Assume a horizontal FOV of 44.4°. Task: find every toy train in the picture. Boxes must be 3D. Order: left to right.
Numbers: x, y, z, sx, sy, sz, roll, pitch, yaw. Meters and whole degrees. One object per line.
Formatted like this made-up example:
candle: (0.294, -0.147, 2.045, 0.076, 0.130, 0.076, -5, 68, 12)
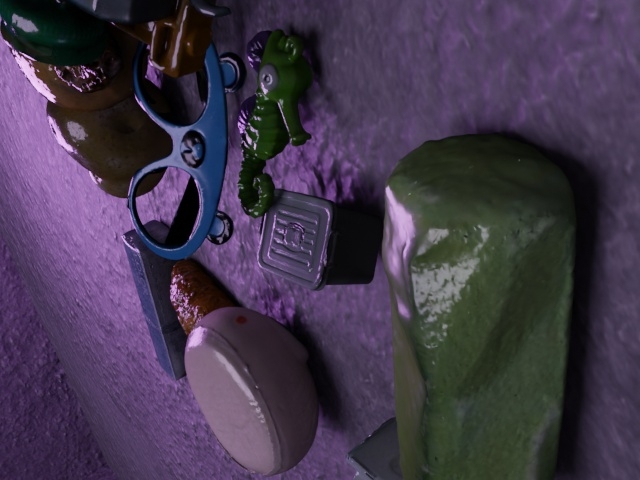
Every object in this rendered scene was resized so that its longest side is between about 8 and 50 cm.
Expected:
toy train: (-0.199, -0.291, 0.651, 0.429, 0.249, 0.178, 33, 127, 20)

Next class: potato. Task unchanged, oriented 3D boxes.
potato: (-0.258, -0.131, 1.006, 0.157, 0.157, 0.194, 43, 156, 31)

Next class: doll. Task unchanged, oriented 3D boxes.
doll: (-0.047, -0.107, 0.732, 0.115, 0.050, 0.190, -116, 35, -42)

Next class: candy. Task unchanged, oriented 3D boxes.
candy: (0.119, 0.087, 0.610, 0.142, 0.132, 0.343, -83, -11, -55)

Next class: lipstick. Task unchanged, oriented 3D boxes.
lipstick: (-0.258, 0.103, 1.309, 0.077, 0.076, 0.289, 35, 144, 43)

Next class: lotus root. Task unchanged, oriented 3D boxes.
lotus root: (-0.262, -0.232, 0.838, 0.342, 0.151, 0.169, -118, 26, -53)

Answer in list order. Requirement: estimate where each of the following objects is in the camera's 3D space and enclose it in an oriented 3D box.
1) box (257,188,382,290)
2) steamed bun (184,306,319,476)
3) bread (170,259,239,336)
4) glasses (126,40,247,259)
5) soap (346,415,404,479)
box: (0.000, 0.000, 0.749, 0.122, 0.069, 0.084, 19, 99, 53)
steamed bun: (-0.081, 0.187, 1.028, 0.177, 0.131, 0.228, -10, 107, 51)
bread: (-0.168, 0.118, 1.176, 0.233, 0.076, 0.105, 45, 148, 30)
glasses: (-0.144, -0.112, 0.806, 0.207, 0.102, 0.239, -125, 39, -68)
soap: (0.129, 0.245, 0.744, 0.198, 0.114, 0.063, 30, 141, 43)
